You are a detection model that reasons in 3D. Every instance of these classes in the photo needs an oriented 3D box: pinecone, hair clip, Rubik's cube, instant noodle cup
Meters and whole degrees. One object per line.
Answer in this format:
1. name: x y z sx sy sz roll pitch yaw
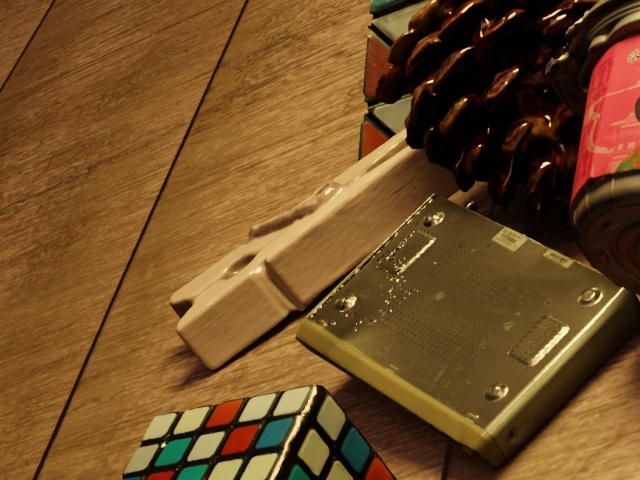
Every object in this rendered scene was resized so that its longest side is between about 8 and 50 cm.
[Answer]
1. pinecone: 0.180 -0.141 1.703 0.224 0.224 0.272 -34 64 3
2. hair clip: -0.003 -0.003 1.861 0.331 0.085 0.101 -34 25 6
3. Rubik's cube: 0.205 -0.163 1.914 0.250 0.284 0.234 -15 32 -40
4. instant noodle cup: 0.301 -0.057 1.458 0.302 0.258 0.181 -8 52 43
5. Rubik's cube: -0.049 0.241 1.413 0.184 0.187 0.182 -11 36 37

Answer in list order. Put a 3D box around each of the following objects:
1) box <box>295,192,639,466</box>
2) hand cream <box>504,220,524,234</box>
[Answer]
1. box: 0.125 0.065 1.602 0.211 0.045 0.270 -43 38 -13
2. hand cream: 0.111 0.030 1.723 0.171 0.043 0.065 -23 33 18
